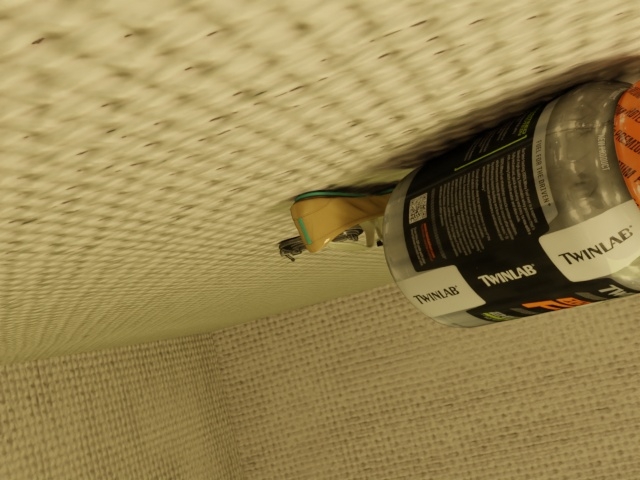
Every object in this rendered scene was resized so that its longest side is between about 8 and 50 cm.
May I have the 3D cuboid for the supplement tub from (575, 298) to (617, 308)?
[{"bbox_3d":[0.585,0.009,1.511,0.325,0.235,0.235,-12,172,-15],"label":"supplement tub"}]

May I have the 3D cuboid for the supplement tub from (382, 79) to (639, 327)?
[{"bbox_3d":[0.222,-0.029,0.705,0.194,0.193,0.316,-9,171,-34],"label":"supplement tub"}]

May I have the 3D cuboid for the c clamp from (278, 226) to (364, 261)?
[{"bbox_3d":[0.000,0.000,1.184,0.161,0.022,0.137,-15,168,17],"label":"c clamp"}]

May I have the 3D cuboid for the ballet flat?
[{"bbox_3d":[0.061,-0.025,0.890,0.232,0.073,0.080,-9,171,-38],"label":"ballet flat"}]

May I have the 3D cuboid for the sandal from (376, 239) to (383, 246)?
[{"bbox_3d":[0.172,-0.002,1.390,0.067,0.040,0.179,-10,171,-29],"label":"sandal"}]
